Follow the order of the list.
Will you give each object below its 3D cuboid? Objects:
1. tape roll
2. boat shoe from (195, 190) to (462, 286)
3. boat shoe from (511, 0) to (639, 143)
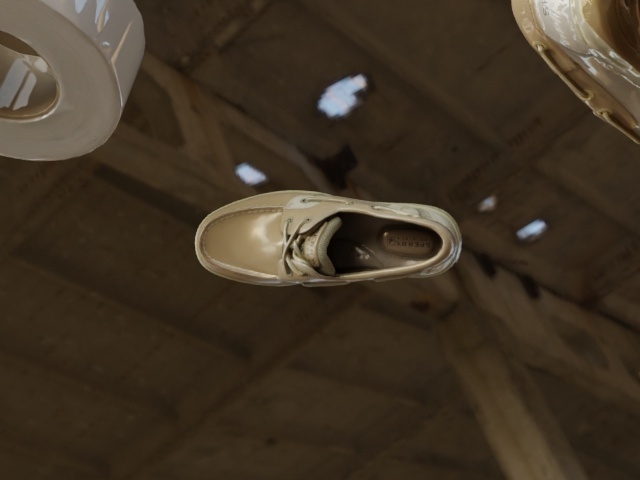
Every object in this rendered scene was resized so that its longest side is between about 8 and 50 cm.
[{"bbox_3d":[-0.338,-0.213,1.261,0.286,0.100,0.286,9,-34,6],"label":"tape roll"},{"bbox_3d":[0.000,0.000,1.285,0.302,0.109,0.098,2,2,12],"label":"boat shoe"},{"bbox_3d":[0.146,-0.076,0.521,0.170,0.059,0.063,33,-106,-41],"label":"boat shoe"}]
